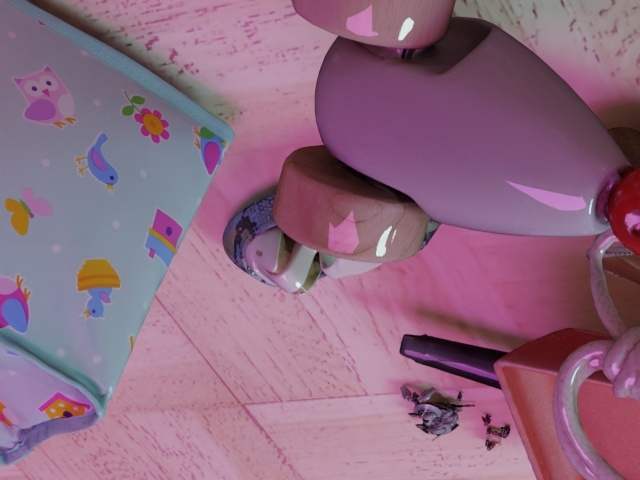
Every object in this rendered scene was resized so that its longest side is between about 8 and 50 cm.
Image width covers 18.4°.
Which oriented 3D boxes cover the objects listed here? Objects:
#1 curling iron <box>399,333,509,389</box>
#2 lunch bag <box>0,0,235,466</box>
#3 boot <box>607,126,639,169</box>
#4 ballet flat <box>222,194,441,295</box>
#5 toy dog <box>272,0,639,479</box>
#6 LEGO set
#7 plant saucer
[{"bbox_3d":[0.187,0.096,1.289,0.274,0.035,0.068,15,155,5],"label":"curling iron"},{"bbox_3d":[-0.218,-0.031,1.146,0.262,0.223,0.160,34,146,-18],"label":"lunch bag"},{"bbox_3d":[0.288,-0.004,1.099,0.305,0.112,0.115,27,113,-4],"label":"boot"},{"bbox_3d":[0.000,0.000,1.227,0.070,0.070,0.188,40,139,-26],"label":"ballet flat"},{"bbox_3d":[0.130,-0.045,1.008,0.333,0.161,0.220,39,121,10],"label":"toy dog"},{"bbox_3d":[0.091,0.128,1.383,0.083,0.023,0.054,17,143,3],"label":"LEGO set"},{"bbox_3d":[0.254,0.135,1.214,0.258,0.048,0.259,11,154,21],"label":"plant saucer"}]
